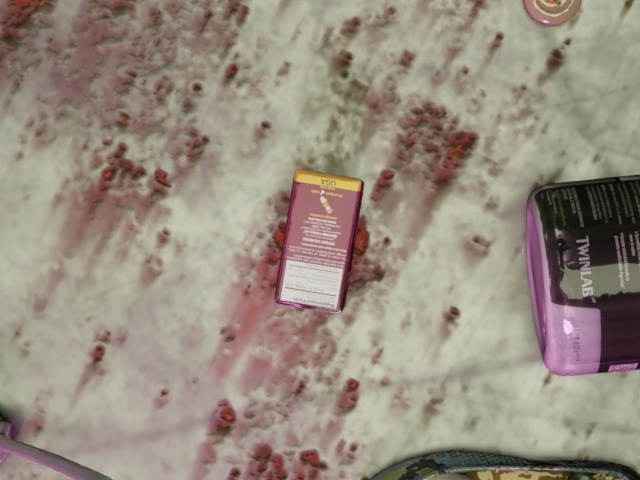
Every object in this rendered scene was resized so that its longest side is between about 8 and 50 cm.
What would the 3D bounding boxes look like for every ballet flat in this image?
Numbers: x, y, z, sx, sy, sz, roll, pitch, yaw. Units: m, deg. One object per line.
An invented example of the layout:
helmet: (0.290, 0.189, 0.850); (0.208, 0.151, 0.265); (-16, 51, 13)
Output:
ballet flat: (0.113, 0.163, 0.937); (0.188, 0.070, 0.070); (-5, 91, 3)

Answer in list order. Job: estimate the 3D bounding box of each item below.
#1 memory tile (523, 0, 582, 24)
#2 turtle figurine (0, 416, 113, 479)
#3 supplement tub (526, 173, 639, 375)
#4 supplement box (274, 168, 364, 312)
memory tile: (0.170, -0.213, 0.954); (0.148, 0.012, 0.113); (-34, 89, 2)
turtle figurine: (-0.276, 0.113, 0.893); (0.198, 0.274, 0.266); (-31, 84, -31)
supplement tub: (0.222, 0.015, 0.903); (0.190, 0.117, 0.117); (-5, 91, 2)
supplement box: (0.000, 0.000, 0.944); (0.043, 0.055, 0.083); (9, 92, 2)
